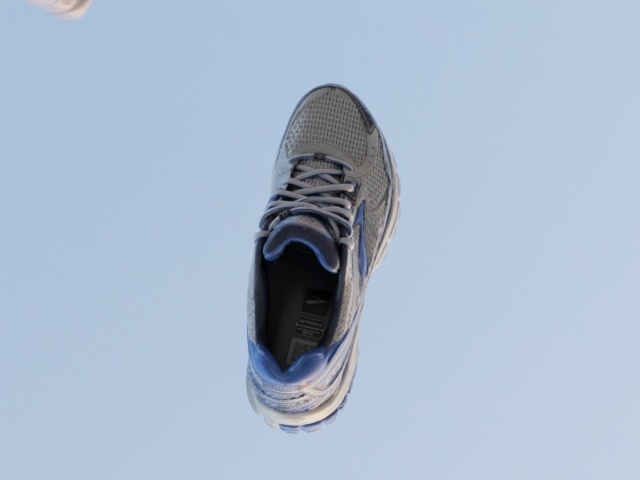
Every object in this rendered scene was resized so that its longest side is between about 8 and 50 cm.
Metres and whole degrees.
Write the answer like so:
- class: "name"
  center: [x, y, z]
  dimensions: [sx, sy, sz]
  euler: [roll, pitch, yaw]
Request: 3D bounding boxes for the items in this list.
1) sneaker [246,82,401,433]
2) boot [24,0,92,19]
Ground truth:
- class: "sneaker"
  center: [0.000, 0.000, 0.577]
  dimensions: [0.052, 0.058, 0.135]
  euler: [3, -110, 8]
- class: "boot"
  center: [-0.226, -0.312, 1.295]
  dimensions: [0.123, 0.095, 0.258]
  euler: [34, -122, -63]
